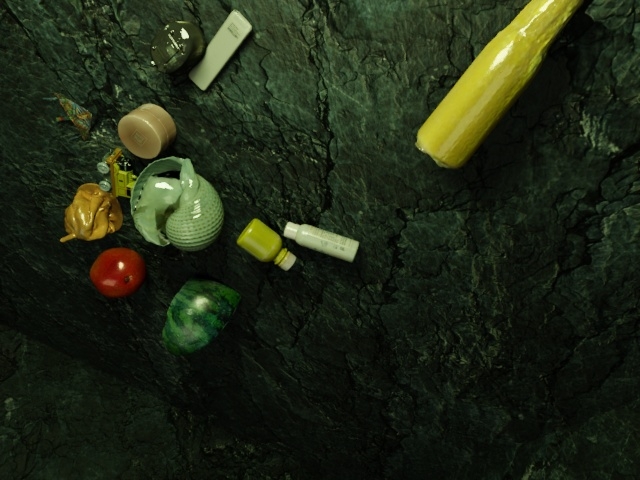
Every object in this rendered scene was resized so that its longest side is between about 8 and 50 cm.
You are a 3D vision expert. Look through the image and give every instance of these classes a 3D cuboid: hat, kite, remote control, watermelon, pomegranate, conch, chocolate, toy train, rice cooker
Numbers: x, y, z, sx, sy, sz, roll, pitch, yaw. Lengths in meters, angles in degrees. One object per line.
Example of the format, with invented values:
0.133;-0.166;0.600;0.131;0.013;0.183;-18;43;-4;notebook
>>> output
-0.945;-0.066;1.607;0.244;0.233;0.233;-2;126;18;hat
-0.860;-0.433;1.427;0.160;0.010;0.183;-3;130;16;kite
-0.286;-0.530;1.154;0.067;0.029;0.261;44;130;-17;remote control
-0.564;0.315;1.780;0.319;0.292;0.222;-12;128;37;watermelon
-0.879;0.132;1.773;0.257;0.221;0.221;26;137;31;pomegranate
-0.482;-0.126;1.430;0.303;0.215;0.319;8;99;4;conch
0.422;-0.376;0.984;0.162;0.162;0.445;30;126;-8;chocolate
-0.734;-0.238;1.499;0.127;0.089;0.219;14;131;-7;toy train
-0.396;-0.529;1.132;0.165;0.106;0.112;-30;100;26;rice cooker

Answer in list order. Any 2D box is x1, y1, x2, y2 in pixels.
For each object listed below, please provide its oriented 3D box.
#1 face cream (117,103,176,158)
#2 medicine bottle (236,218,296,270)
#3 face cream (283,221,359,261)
-0.561;-0.355;1.331;0.149;0.104;0.149;9;130;11;face cream
-0.192;0.026;1.514;0.212;0.122;0.122;38;129;-14;medicine bottle
0.000;0.000;1.460;0.269;0.082;0.082;18;131;3;face cream
